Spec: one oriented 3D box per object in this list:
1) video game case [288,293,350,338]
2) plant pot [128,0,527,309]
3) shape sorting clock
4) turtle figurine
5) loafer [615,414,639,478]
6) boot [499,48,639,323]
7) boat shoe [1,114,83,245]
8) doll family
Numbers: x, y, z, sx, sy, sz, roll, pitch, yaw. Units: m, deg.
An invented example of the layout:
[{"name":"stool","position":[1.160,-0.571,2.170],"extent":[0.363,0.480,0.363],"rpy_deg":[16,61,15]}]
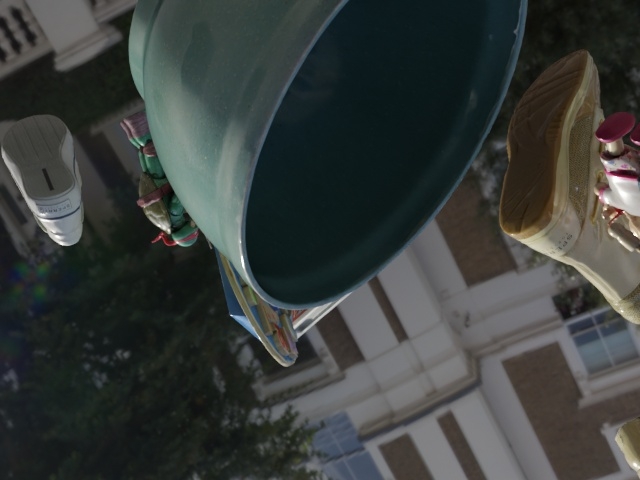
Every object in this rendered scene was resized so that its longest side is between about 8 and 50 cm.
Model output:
[{"name":"video game case","position":[0.000,0.000,1.057],"extent":[0.285,0.025,0.204],"rpy_deg":[-45,-142,50]},{"name":"plant pot","position":[-0.016,-0.123,0.607],"extent":[0.196,0.293,0.293],"rpy_deg":[36,-124,26]},{"name":"shape sorting clock","position":[-0.073,0.049,0.952],"extent":[0.040,0.206,0.206],"rpy_deg":[-21,-163,8]},{"name":"turtle figurine","position":[-0.211,-0.079,1.191],"extent":[0.118,0.234,0.175],"rpy_deg":[-33,-165,-31]},{"name":"loafer","position":[0.517,0.313,1.267],"extent":[0.102,0.092,0.268],"rpy_deg":[-37,154,11]},{"name":"boot","position":[0.299,-0.061,0.875],"extent":[0.095,0.203,0.262],"rpy_deg":[-32,-149,47]},{"name":"boat shoe","position":[-0.328,-0.072,0.976],"extent":[0.083,0.076,0.226],"rpy_deg":[-12,-143,-14]},{"name":"doll family","position":[0.316,0.003,0.630],"extent":[0.262,0.163,0.118],"rpy_deg":[12,-125,41]}]
